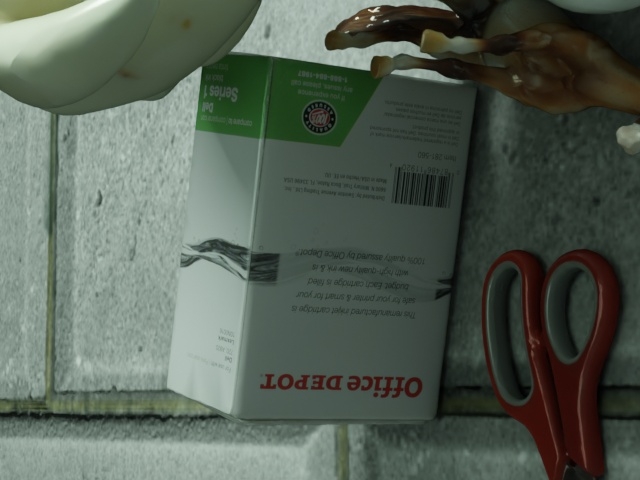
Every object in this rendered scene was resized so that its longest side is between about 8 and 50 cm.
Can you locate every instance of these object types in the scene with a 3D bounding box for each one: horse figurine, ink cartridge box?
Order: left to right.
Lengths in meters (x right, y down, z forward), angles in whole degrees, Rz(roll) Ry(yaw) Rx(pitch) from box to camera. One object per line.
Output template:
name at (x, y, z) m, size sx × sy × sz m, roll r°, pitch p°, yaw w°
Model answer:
ink cartridge box at (0.000, 0.000, 1.087) m, size 0.092 × 0.160 × 0.219 m, roll 13°, pitch 97°, yaw 55°
horse figurine at (0.096, -0.111, 0.991) m, size 0.263 × 0.174 × 0.066 m, roll -139°, pitch 56°, yaw -63°

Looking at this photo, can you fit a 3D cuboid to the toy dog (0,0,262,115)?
toy dog at (-0.053, -0.282, 0.879) m, size 0.408 × 0.284 × 0.395 m, roll -43°, pitch 16°, yaw 18°

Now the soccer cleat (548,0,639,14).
soccer cleat at (0.105, -0.225, 1.025) m, size 0.143 × 0.116 × 0.331 m, roll 112°, pitch 146°, yaw -45°

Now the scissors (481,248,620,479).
scissors at (0.145, 0.145, 0.995) m, size 0.109 × 0.021 × 0.297 m, roll -20°, pitch 71°, yaw 49°
